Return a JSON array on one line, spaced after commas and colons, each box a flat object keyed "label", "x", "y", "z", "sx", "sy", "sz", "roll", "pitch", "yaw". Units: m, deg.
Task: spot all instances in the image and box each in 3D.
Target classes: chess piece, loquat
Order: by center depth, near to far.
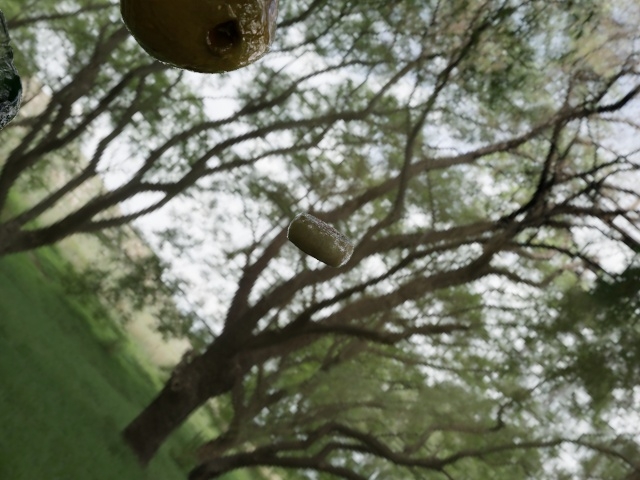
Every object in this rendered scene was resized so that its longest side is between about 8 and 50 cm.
[{"label": "chess piece", "x": 0.000, "y": 0.000, "z": 1.031, "sx": 0.083, "sy": 0.038, "sz": 0.083, "roll": 31, "pitch": 5, "yaw": -3}, {"label": "loquat", "x": -0.167, "y": -0.328, "z": 1.182, "sx": 0.238, "sy": 0.238, "sz": 0.193, "roll": 39, "pitch": -43, "yaw": 26}]

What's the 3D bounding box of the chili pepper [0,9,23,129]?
[{"label": "chili pepper", "x": -0.483, "y": -0.225, "z": 1.145, "sx": 0.264, "sy": 0.148, "sz": 0.116, "roll": 62, "pitch": -33, "yaw": 27}]
